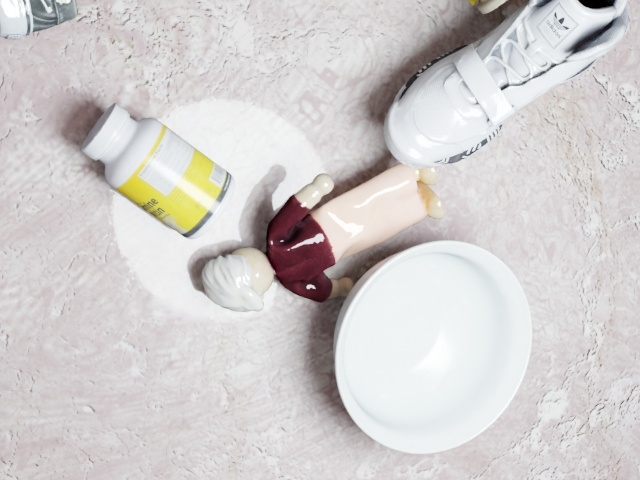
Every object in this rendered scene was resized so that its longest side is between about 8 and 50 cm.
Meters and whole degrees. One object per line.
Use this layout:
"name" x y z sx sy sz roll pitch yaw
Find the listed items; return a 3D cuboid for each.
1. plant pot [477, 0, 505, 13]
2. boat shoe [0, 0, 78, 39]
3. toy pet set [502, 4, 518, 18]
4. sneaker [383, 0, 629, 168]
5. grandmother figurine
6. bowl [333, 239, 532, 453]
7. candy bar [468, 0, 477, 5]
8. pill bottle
"plant pot" 0.220 -0.516 1.386 0.305 0.334 0.334 43 82 -8
"boat shoe" -0.366 -0.411 1.280 0.119 0.121 0.335 -19 116 -26
"toy pet set" 0.288 -0.297 1.568 0.114 0.065 0.122 17 80 10
"sneaker" 0.246 -0.234 1.393 0.365 0.210 0.137 -33 84 -14
"grandmother figurine" 0.000 0.000 1.471 0.342 0.104 0.208 -26 120 -13
"bowl" 0.135 0.135 1.513 0.297 0.134 0.298 -4 101 -21
"candy bar" 0.179 -0.403 1.523 0.040 0.018 0.161 -46 110 -9
"pill bottle" -0.207 -0.090 1.377 0.184 0.103 0.103 36 84 -20
